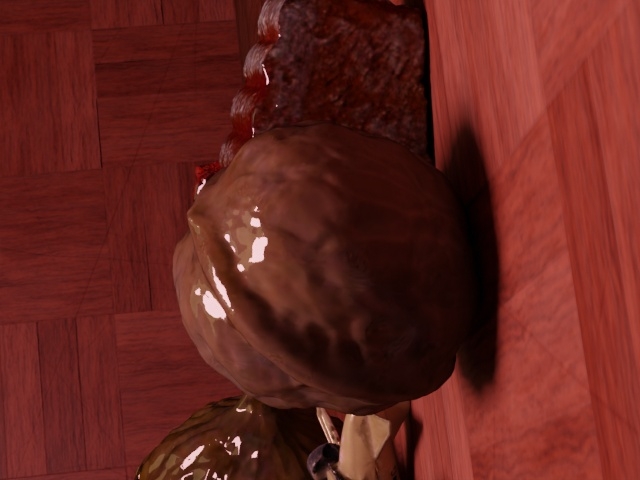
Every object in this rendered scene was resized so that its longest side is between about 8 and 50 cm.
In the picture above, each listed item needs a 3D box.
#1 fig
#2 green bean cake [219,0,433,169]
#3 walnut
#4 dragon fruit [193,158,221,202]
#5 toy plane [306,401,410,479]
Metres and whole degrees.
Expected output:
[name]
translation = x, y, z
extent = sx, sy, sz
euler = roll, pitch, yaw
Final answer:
[fig]
translation = -0.078, 0.235, 1.501
extent = 0.286, 0.286, 0.369
euler = -106, 7, -58
[green bean cake]
translation = 0.023, -0.083, 1.139
extent = 0.097, 0.198, 0.233
euler = -151, 71, -72
[walnut]
translation = 0.003, 0.023, 0.992
extent = 0.224, 0.224, 0.224
euler = 175, 90, -83
[dragon fruit]
translation = -0.035, -0.038, 1.424
extent = 0.122, 0.192, 0.092
euler = -170, 82, -69
[toy plane]
translation = 0.046, 0.254, 1.355
extent = 0.242, 0.104, 0.256
euler = -136, 45, -56
